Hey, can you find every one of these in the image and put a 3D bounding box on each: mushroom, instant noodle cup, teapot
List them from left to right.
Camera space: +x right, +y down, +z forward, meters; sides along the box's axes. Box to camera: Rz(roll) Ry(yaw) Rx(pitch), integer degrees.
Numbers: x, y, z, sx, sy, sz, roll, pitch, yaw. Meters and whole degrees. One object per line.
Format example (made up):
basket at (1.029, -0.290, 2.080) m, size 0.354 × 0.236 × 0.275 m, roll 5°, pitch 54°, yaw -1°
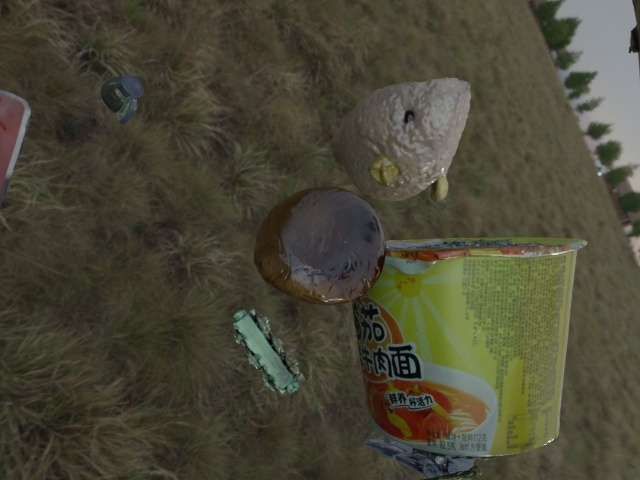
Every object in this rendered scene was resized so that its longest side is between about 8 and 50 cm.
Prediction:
teapot at (-0.344, -0.252, 0.935) m, size 0.066 × 0.057 × 0.088 m, roll 10°, pitch 64°, yaw -48°
mushroom at (0.000, 0.000, 0.461) m, size 0.052 × 0.123 × 0.123 m, roll 91°, pitch 3°, yaw -48°
instant noodle cup at (0.151, 0.099, 0.588) m, size 0.264 × 0.264 × 0.200 m, roll -8°, pitch 96°, yaw -61°

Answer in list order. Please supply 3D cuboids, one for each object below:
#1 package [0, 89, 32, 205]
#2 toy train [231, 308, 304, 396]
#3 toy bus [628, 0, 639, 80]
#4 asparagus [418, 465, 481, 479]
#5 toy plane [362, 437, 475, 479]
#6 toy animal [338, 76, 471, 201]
package at (-0.394, -0.098, 0.452) m, size 0.239 × 0.030 × 0.154 m, roll 21°, pitch 94°, yaw -28°
toy train at (-0.108, 0.225, 1.073) m, size 0.194 × 0.080 × 0.125 m, roll 53°, pitch -10°, yaw 11°
toy bus at (0.496, -0.260, 0.753) m, size 0.112 × 0.090 × 0.274 m, roll 33°, pitch 58°, yaw -59°
asparagus at (0.165, 0.339, 0.746) m, size 0.015 × 0.127 × 0.018 m, roll 69°, pitch 14°, yaw 3°
toy plane at (0.233, 0.506, 1.268) m, size 0.212 × 0.267 × 0.088 m, roll -20°, pitch 126°, yaw -70°
toy animal at (0.144, -0.194, 1.082) m, size 0.188 × 0.358 × 0.227 m, roll 8°, pitch 85°, yaw -28°
